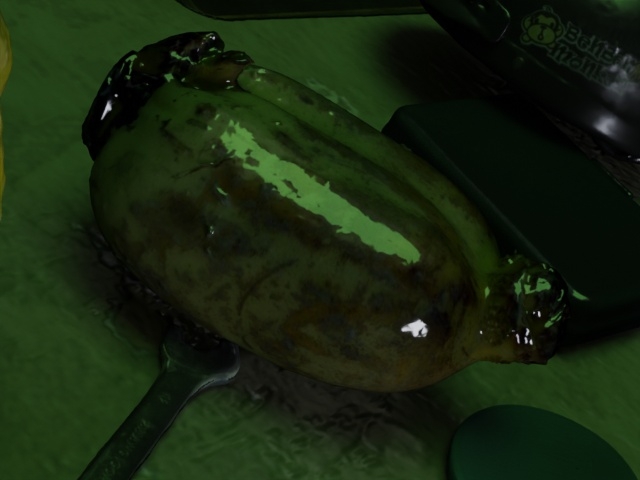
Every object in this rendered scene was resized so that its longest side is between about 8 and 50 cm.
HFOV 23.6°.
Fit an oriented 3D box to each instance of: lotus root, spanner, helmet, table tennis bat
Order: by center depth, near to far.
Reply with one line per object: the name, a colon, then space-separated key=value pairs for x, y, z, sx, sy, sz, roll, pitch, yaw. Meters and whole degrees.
spanner: x=-0.107 y=0.117 z=0.823 sx=0.054 sy=0.015 sz=0.254 roll=28 pitch=35 yaw=6
lotus root: x=0.000 y=0.000 z=0.920 sx=0.309 sy=0.173 sz=0.173 roll=30 pitch=35 yaw=8
table tennis bat: x=0.172 y=0.159 z=0.930 sx=0.201 sy=0.033 sz=0.124 roll=18 pitch=38 yaw=-7
helmet: x=0.214 y=-0.189 z=1.249 sx=0.279 sy=0.160 sz=0.230 roll=36 pitch=18 yaw=-3

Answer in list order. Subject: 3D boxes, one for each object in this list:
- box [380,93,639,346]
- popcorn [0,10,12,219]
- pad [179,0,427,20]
box: x=0.161 y=-0.022 z=1.136 sx=0.160 sy=0.050 sz=0.230 roll=-11 pitch=48 yaw=-41
popcorn: x=-0.278 y=-0.033 z=0.734 sx=0.250 sy=0.235 sz=0.242 roll=3 pitch=58 yaw=-10
pad: x=-0.031 y=-0.320 z=1.391 sx=0.375 sy=0.063 sz=0.315 roll=-10 pitch=48 yaw=-40
